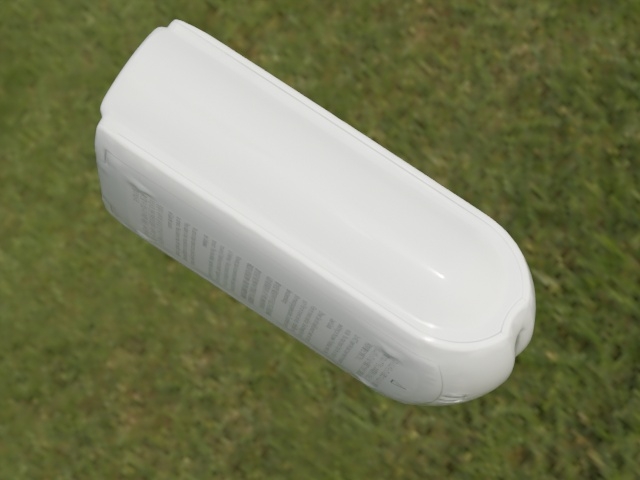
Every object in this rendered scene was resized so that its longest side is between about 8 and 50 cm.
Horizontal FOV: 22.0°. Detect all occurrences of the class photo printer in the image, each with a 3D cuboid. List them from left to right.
[{"bbox_3d":[0.000,0.000,1.106,0.107,0.307,0.256,-56,-4,-13],"label":"photo printer"}]
